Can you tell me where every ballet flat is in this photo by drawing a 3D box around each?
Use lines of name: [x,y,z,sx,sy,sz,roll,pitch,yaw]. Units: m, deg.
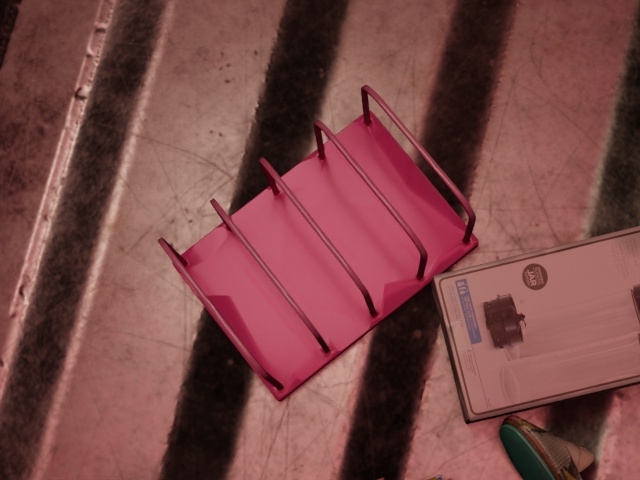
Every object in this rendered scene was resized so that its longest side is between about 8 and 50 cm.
ballet flat: [0.275,0.275,1.400,0.079,0.077,0.221,-28,83,-21]

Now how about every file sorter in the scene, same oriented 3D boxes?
file sorter: [0.000,0.000,1.405,0.291,0.182,0.202,-38,79,-4]

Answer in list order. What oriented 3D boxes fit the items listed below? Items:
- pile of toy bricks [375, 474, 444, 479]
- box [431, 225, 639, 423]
pile of toy bricks: [0.129,0.343,1.372,0.118,0.105,0.212,-19,79,0]
box: [0.280,0.086,1.420,0.290,0.087,0.169,-12,79,1]
